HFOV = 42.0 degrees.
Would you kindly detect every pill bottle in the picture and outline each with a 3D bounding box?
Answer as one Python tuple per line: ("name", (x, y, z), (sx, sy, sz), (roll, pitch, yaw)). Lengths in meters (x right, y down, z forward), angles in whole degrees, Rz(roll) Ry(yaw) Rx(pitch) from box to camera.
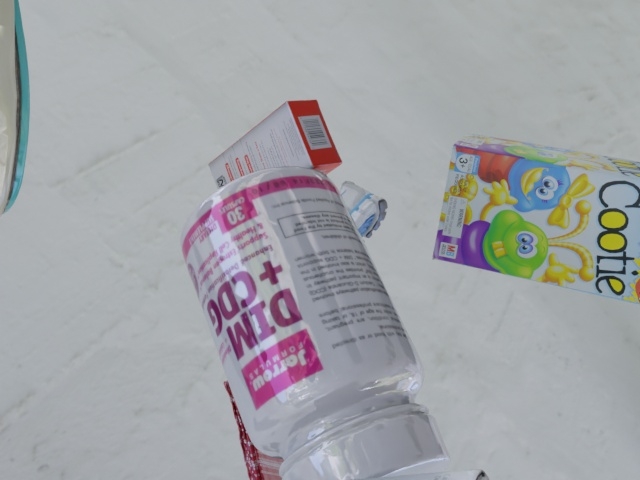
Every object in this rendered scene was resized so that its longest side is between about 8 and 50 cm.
("pill bottle", (-0.007, 0.089, 0.729), (0.160, 0.160, 0.283), (5, -129, -45))

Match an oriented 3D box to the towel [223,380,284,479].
("towel", (-0.067, 0.338, 1.203), (0.199, 0.031, 0.274), (47, -155, -67))

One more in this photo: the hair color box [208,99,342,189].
("hair color box", (-0.048, -0.076, 0.832), (0.043, 0.141, 0.071), (-13, -102, -45))

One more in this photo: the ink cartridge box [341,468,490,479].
("ink cartridge box", (0.137, 0.271, 0.537), (0.275, 0.239, 0.060), (67, -151, -17))

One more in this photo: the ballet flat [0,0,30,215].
("ballet flat", (-0.162, -0.124, 0.325), (0.086, 0.086, 0.248), (-7, -75, -50))

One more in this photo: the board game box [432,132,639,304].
("board game box", (0.290, -0.030, 0.985), (0.276, 0.142, 0.144), (12, -163, 15))

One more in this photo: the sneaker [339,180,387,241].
("sneaker", (0.000, 0.000, 1.109), (0.083, 0.190, 0.071), (41, 177, 29))
